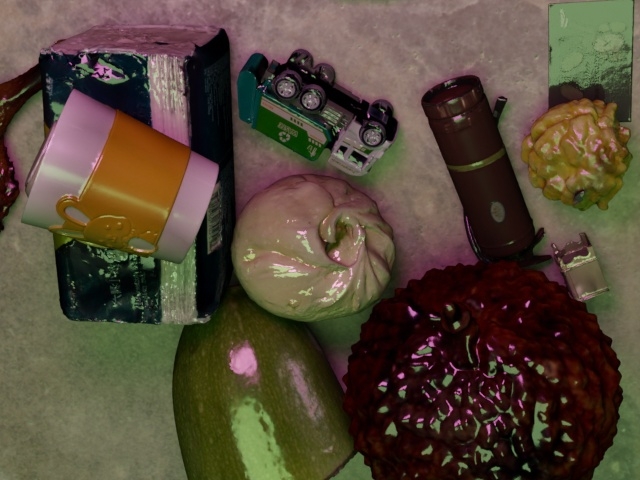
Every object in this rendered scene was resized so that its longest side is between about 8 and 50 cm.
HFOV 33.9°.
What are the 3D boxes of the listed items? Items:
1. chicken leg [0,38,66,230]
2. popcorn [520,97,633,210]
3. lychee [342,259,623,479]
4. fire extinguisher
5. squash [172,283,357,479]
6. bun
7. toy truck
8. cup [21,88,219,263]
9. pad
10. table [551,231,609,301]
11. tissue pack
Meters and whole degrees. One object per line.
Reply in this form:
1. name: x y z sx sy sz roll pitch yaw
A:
1. chicken leg: -0.526 -0.159 1.678 0.158 0.096 0.407 30 108 -11
2. popcorn: 0.391 -0.124 1.583 0.173 0.142 0.173 1 98 6
3. lychee: 0.240 0.223 1.582 0.424 0.425 0.500 -6 142 7
4. fire extinguisher: 0.269 -0.091 1.633 0.141 0.105 0.341 -29 114 -8
5. squash: -0.123 0.235 1.685 0.310 0.310 0.309 -19 106 11
6. bun: 0.000 0.000 1.613 0.259 0.259 0.160 35 144 -8
7. toy truck: -0.010 -0.200 1.612 0.253 0.114 0.124 31 123 -7
8. cup: -0.271 -0.060 1.386 0.226 0.185 0.241 21 143 -12
9. pad: 0.413 -0.270 1.603 0.127 0.004 0.190 -3 111 6
10. table: 0.414 0.044 1.681 0.062 0.079 0.083 -21 106 10
11. tissue pack: -0.261 -0.109 1.581 0.253 0.264 0.417 3 111 5
